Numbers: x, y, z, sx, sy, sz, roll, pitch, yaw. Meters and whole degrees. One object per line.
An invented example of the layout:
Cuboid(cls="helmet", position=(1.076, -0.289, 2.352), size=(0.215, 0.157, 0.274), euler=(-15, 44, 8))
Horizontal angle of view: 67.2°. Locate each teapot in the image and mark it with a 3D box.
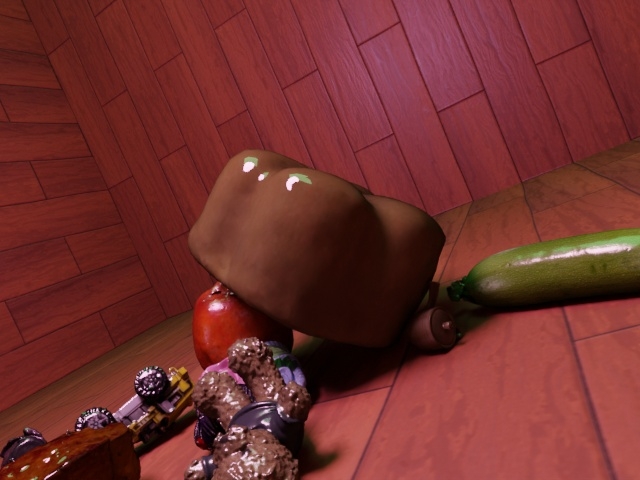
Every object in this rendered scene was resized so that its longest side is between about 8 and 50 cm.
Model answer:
Cuboid(cls="teapot", position=(0.185, 0.124, 0.783), size=(0.084, 0.111, 0.080), euler=(17, -27, -35))

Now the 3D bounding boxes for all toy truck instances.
Cuboid(cls="toy truck", position=(-0.358, 0.344, 0.884), size=(0.285, 0.111, 0.136), euler=(-37, -20, -38))

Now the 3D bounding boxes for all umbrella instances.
Cuboid(cls="umbrella", position=(-0.554, 0.413, 0.910), size=(0.326, 0.094, 0.090), euler=(-44, 13, 51))

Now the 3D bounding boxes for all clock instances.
Cuboid(cls="clock", position=(-0.118, 0.254, 0.799), size=(0.193, 0.100, 0.195), euler=(-24, 12, -7))

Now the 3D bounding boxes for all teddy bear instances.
Cuboid(cls="teddy bear", position=(-0.079, 0.237, 0.608), size=(0.182, 0.129, 0.251), euler=(-51, 23, 13))

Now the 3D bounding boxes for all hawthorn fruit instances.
Cuboid(cls="hawthorn fruit", position=(-0.173, 0.163, 1.003), size=(0.211, 0.299, 0.211), euler=(-16, 18, 5))

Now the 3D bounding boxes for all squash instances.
Cuboid(cls="squash", position=(0.357, 0.050, 0.757), size=(0.101, 0.102, 0.378), euler=(-26, 3, -38))

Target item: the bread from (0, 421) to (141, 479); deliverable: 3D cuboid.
Cuboid(cls="bread", position=(-0.379, 0.354, 0.670), size=(0.232, 0.135, 0.246), euler=(-21, 4, 35))

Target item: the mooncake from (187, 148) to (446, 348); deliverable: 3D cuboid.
Cuboid(cls="mooncake", position=(0.000, 0.000, 0.921), size=(0.467, 0.466, 0.263), euler=(-44, -22, -81))
